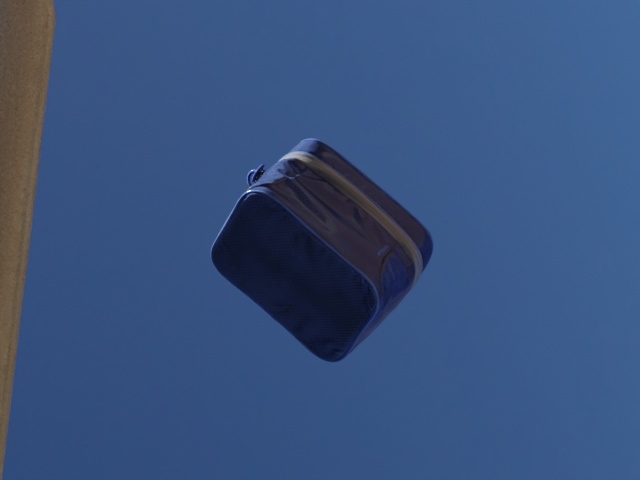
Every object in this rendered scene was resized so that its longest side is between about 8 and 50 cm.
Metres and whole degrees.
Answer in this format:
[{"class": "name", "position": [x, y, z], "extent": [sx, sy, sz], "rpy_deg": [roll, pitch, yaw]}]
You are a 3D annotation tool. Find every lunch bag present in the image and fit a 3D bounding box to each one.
[{"class": "lunch bag", "position": [0.000, 0.000, 0.765], "extent": [0.098, 0.067, 0.065], "rpy_deg": [42, -136, 6]}]

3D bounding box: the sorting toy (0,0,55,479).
[{"class": "sorting toy", "position": [-0.155, -0.011, 0.564], "extent": [0.047, 0.196, 0.347], "rpy_deg": [2, -82, -44]}]
